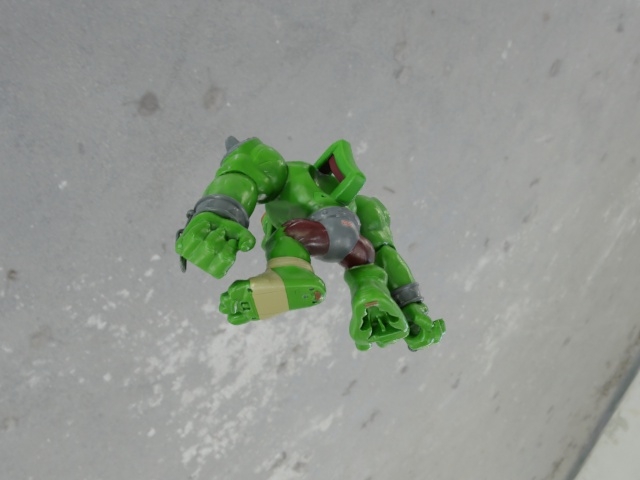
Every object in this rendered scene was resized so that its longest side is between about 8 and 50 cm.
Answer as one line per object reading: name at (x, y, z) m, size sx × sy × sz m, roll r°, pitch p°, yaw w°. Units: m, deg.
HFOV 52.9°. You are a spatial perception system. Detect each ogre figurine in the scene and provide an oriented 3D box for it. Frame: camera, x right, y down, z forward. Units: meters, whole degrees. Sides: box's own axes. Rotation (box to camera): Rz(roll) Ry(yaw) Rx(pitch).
ogre figurine at (0.000, 0.000, 0.423) m, size 0.197 × 0.118 × 0.097 m, roll 9°, pitch 138°, yaw -19°
